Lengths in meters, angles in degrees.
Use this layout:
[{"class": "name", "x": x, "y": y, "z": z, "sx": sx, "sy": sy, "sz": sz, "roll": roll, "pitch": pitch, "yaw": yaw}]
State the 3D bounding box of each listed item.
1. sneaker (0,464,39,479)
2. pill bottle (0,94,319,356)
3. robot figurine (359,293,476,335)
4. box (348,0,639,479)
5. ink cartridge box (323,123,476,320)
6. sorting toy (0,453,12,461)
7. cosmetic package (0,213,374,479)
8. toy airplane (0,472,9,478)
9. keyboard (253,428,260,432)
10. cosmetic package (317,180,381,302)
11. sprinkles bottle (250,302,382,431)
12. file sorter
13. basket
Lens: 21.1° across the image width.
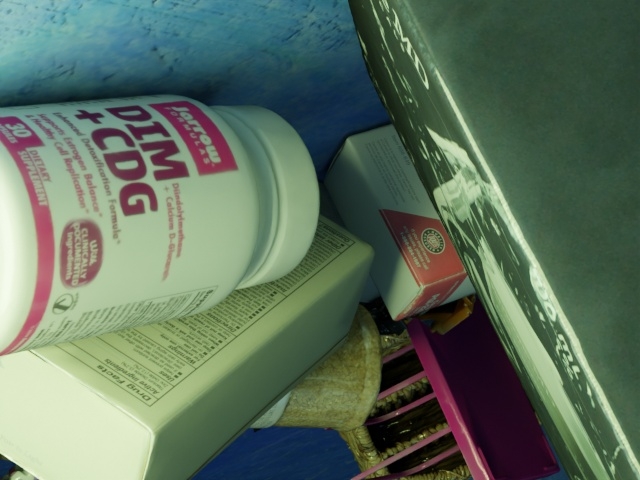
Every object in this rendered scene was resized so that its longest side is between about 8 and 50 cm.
[{"class": "sneaker", "x": -0.281, "y": 0.266, "z": 1.872, "sx": 0.236, "sy": 0.104, "sz": 0.095, "roll": -42, "pitch": -172, "yaw": -3}, {"class": "pill bottle", "x": -0.145, "y": -0.018, "z": 1.180, "sx": 0.283, "sy": 0.160, "sz": 0.160, "roll": -11, "pitch": 158, "yaw": -46}, {"class": "robot figurine", "x": 0.055, "y": 0.065, "z": 1.792, "sx": 0.291, "sy": 0.085, "sz": 0.211, "roll": -27, "pitch": -158, "yaw": 28}, {"class": "box", "x": 0.230, "y": -0.049, "z": 1.080, "sx": 0.297, "sy": 0.479, "sz": 0.472, "roll": -25, "pitch": 164, "yaw": -1}, {"class": "ink cartridge box", "x": 0.136, "y": -0.039, "z": 1.563, "sx": 0.218, "sy": 0.158, "sz": 0.092, "roll": -19, "pitch": 162, "yaw": -24}, {"class": "sorting toy", "x": -0.397, "y": 0.212, "z": 1.750, "sx": 0.196, "sy": 0.047, "sz": 0.347, "roll": -15, "pitch": 162, "yaw": -23}, {"class": "cosmetic package", "x": -0.108, "y": 0.071, "z": 1.322, "sx": 0.309, "sy": 0.160, "sz": 0.113, "roll": -37, "pitch": 152, "yaw": -48}, {"class": "toy airplane", "x": -0.426, "y": 0.446, "z": 2.034, "sx": 0.272, "sy": 0.384, "sz": 0.386, "roll": 2, "pitch": 171, "yaw": 32}, {"class": "keyboard", "x": -0.061, "y": 0.221, "z": 2.359, "sx": 0.108, "sy": 0.023, "sz": 0.180, "roll": -27, "pitch": 165, "yaw": -21}, {"class": "cosmetic package", "x": 0.000, "y": 0.000, "z": 1.593, "sx": 0.060, "sy": 0.098, "sz": 0.239, "roll": -29, "pitch": 164, "yaw": 20}, {"class": "sprinkles bottle", "x": -0.126, "y": 0.102, "z": 1.478, "sx": 0.355, "sy": 0.121, "sz": 0.121, "roll": 5, "pitch": 152, "yaw": -25}, {"class": "file sorter", "x": 0.107, "y": 0.179, "z": 1.993, "sx": 0.182, "sy": 0.290, "sz": 0.202, "roll": -30, "pitch": 164, "yaw": 24}, {"class": "basket", "x": 0.179, "y": 0.221, "z": 2.380, "sx": 0.299, "sy": 0.213, "sz": 0.223, "roll": -23, "pitch": 165, "yaw": -12}]
